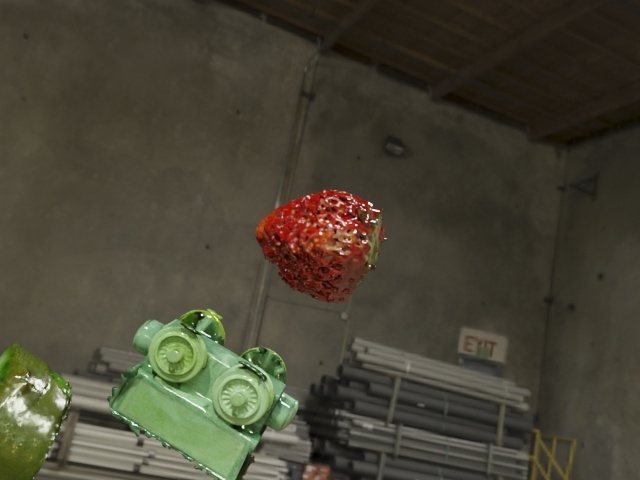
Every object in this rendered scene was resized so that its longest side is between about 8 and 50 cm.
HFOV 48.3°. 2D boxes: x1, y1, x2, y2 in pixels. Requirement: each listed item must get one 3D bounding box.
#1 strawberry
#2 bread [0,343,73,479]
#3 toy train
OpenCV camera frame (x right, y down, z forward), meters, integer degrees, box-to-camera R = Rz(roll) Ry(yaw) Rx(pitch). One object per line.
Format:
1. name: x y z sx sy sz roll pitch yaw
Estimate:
1. strawberry: 0.000 0.000 1.107 0.202 0.186 0.184 16 -25 11
2. bread: -0.513 0.341 1.036 0.129 0.366 0.382 35 7 -22
3. toy train: -0.175 0.230 1.093 0.272 0.188 0.159 30 7 4
